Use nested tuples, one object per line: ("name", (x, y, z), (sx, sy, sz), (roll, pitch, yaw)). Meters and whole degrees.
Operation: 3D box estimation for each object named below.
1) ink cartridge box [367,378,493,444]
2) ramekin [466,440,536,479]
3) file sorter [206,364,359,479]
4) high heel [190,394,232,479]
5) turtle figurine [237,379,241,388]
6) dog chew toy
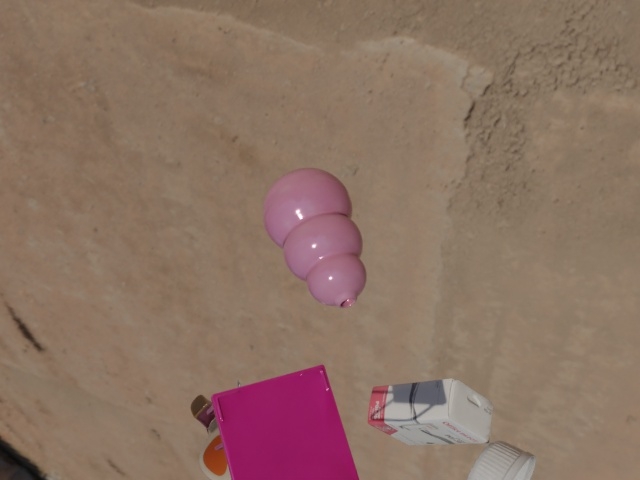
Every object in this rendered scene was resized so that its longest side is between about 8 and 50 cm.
("ink cartridge box", (0.306, 0.485, 1.959), (0.283, 0.117, 0.207), (-17, 139, 42))
("ramekin", (0.473, 0.634, 1.861), (0.109, 0.207, 0.207), (27, 151, 33))
("file sorter", (-0.067, 0.398, 1.215), (0.202, 0.291, 0.182), (-12, 162, -21))
("high heel", (-0.250, 0.579, 1.960), (0.181, 0.127, 0.377), (45, -176, -29))
("turtle figurine", (-0.179, 0.457, 1.675), (0.118, 0.234, 0.175), (-38, 120, 14))
("dog chew toy", (0.000, 0.000, 1.539), (0.206, 0.332, 0.207), (-18, 148, -11))
